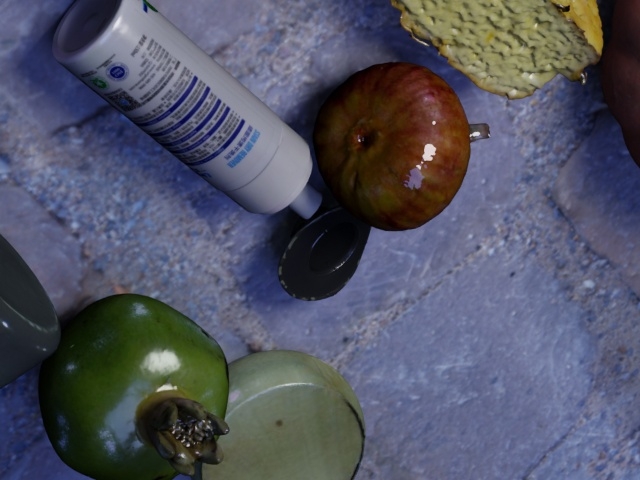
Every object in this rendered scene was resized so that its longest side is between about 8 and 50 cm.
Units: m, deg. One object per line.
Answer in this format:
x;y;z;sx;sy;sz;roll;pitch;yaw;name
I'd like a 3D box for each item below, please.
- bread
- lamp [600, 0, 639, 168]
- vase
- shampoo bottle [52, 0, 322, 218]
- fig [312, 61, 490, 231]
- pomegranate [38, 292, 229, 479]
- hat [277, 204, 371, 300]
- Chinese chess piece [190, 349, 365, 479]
0.159;-0.241;1.557;0.143;0.139;0.229;-14;140;37;bread
0.427;-0.174;1.667;0.305;0.239;0.305;8;113;20;lamp
-0.398;0.121;1.508;0.321;0.173;0.173;-39;126;7;vase
-0.102;-0.111;1.547;0.092;0.092;0.303;-48;125;6;shampoo bottle
0.069;-0.094;1.617;0.148;0.202;0.149;-40;100;9;fig
-0.160;0.150;1.585;0.187;0.225;0.187;-7;106;-27;pomegranate
0.000;0.000;1.676;0.121;0.050;0.121;-26;137;-28;hat
-0.047;0.201;1.756;0.188;0.083;0.188;-9;121;-16;Chinese chess piece
